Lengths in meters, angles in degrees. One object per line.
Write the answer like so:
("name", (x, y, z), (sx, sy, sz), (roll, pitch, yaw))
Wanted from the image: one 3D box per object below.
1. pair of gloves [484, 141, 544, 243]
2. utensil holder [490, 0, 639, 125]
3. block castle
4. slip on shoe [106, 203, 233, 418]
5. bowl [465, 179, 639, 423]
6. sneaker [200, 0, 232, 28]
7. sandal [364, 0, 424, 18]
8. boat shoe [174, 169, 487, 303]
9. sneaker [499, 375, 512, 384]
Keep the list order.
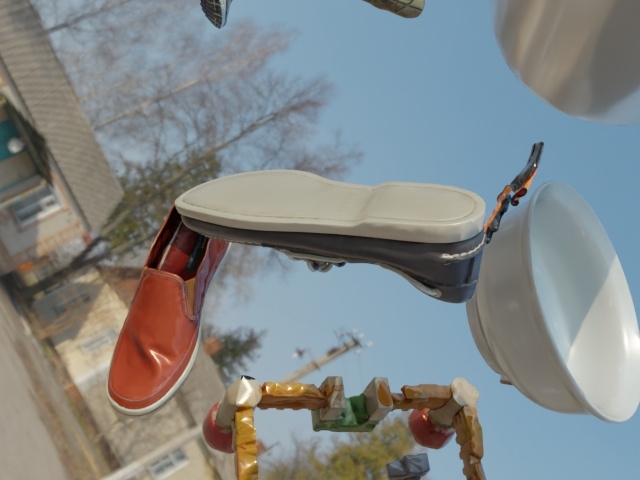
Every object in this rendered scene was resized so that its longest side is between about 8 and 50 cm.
("pair of gloves", (0.148, -0.037, 0.633), (0.010, 0.074, 0.083), (31, -45, 3))
("utensil holder", (0.322, -0.307, 0.752), (0.327, 0.328, 0.385), (57, 2, 11))
("block castle", (0.048, 0.388, 1.299), (0.213, 0.453, 0.303), (117, -29, -51))
("slip on shoe", (-0.211, 0.079, 1.108), (0.123, 0.331, 0.101), (12, -23, 19))
("bowl", (0.272, 0.086, 0.992), (0.134, 0.298, 0.298), (-21, -81, 36))
("sneaker", (-0.131, -0.355, 1.125), (0.052, 0.058, 0.135), (46, -31, 24))
("sandal", (0.099, -0.441, 1.405), (0.180, 0.072, 0.049), (23, 9, -22))
("boat shoe", (0.000, 0.000, 0.499), (0.206, 0.075, 0.065), (6, -59, 26))
("sneaker", (0.432, 0.185, 1.401), (0.282, 0.099, 0.153), (-7, -110, 54))
